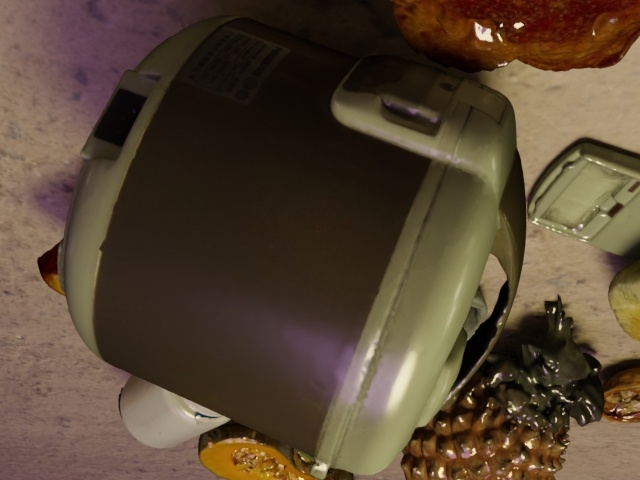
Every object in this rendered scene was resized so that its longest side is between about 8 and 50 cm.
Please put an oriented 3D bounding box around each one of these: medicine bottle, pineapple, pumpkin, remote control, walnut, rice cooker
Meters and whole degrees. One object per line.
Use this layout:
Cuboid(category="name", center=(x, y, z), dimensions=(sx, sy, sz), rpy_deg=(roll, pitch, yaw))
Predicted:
Cuboid(category="medicine bottle", center=(-0.199, 0.228, 1.224), dimensions=(0.143, 0.144, 0.258), rpy_deg=(28, 143, -22))
Cuboid(category="pineapple", center=(0.262, 0.228, 1.055), dimensions=(0.222, 0.223, 0.357), rpy_deg=(20, 127, -12))
Cuboid(category="pumpkin", center=(-0.090, 0.372, 1.400), dimensions=(0.221, 0.139, 0.317), rpy_deg=(-18, 136, 33))
Cuboid(category="remote control", center=(0.357, -0.018, 0.799), dimensions=(0.285, 0.038, 0.123), rpy_deg=(17, 144, -5))
Cuboid(category="walnut", center=(0.424, 0.202, 1.075), dimensions=(0.091, 0.052, 0.121), rpy_deg=(21, 143, -10))
Cuboid(category="rice cooker", center=(0.000, 0.000, 0.655), dimensions=(0.325, 0.335, 0.335), rpy_deg=(22, 147, 9))

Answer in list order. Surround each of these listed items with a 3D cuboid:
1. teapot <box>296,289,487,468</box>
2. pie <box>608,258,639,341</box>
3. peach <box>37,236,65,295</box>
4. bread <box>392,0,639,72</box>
Cuboid(category="teapot", center=(0.080, 0.117, 0.960), dimensions=(0.270, 0.200, 0.337), rpy_deg=(-11, 148, -17))
Cuboid(category="pie", center=(0.461, 0.089, 0.800), dimensions=(0.337, 0.075, 0.337), rpy_deg=(16, 157, 7))
Cuboid(category="peach", center=(-0.188, 0.016, 0.910), dimensions=(0.267, 0.154, 0.159), rpy_deg=(17, 156, 9))
Cuboid(category="bread", center=(0.149, -0.208, 0.499), dimensions=(0.232, 0.135, 0.247), rpy_deg=(12, 145, 0))
